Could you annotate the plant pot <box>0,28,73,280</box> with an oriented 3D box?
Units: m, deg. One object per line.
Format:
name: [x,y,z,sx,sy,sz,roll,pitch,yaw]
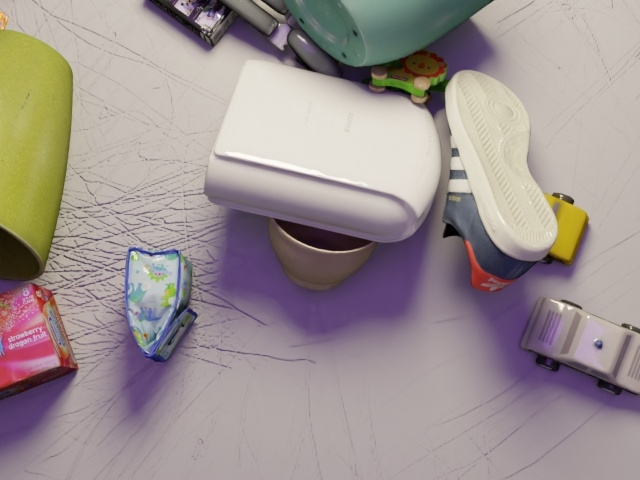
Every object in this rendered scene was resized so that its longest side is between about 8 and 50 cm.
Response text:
plant pot: [-0.459,-0.135,1.617,0.274,0.275,0.294,17,67,3]

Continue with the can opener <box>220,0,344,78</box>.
can opener: [-0.070,-0.333,1.680,0.280,0.093,0.074,36,94,-12]

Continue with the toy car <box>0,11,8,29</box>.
toy car: [-0.527,-0.309,1.735,0.060,0.040,0.122,44,84,7]

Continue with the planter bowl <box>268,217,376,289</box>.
planter bowl: [0.000,0.000,1.628,0.162,0.109,0.162,8,41,-7]

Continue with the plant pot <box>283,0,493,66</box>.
plant pot: [0.079,-0.381,1.591,0.235,0.293,0.293,-42,83,-14]

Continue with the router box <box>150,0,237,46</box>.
router box: [-0.159,-0.401,1.738,0.133,0.046,0.179,37,84,6]

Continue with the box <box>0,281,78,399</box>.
box: [-0.486,0.165,1.623,0.257,0.122,0.128,-20,81,-2]

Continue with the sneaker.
sneaker: [0.217,-0.083,1.603,0.131,0.148,0.350,12,46,-18]

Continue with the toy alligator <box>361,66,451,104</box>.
toy alligator: [0.102,-0.231,1.711,0.189,0.056,0.051,-4,37,7]

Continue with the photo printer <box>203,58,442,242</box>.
photo printer: [0.015,-0.123,1.604,0.307,0.107,0.256,14,42,0]

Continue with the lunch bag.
lunch bag: [-0.225,0.092,1.626,0.096,0.129,0.151,4,81,2]

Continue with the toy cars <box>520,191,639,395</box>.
toy cars: [0.336,0.055,1.641,0.176,0.087,0.394,-27,82,-3]

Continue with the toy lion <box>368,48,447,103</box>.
toy lion: [0.127,-0.241,1.650,0.100,0.034,0.096,15,47,9]
